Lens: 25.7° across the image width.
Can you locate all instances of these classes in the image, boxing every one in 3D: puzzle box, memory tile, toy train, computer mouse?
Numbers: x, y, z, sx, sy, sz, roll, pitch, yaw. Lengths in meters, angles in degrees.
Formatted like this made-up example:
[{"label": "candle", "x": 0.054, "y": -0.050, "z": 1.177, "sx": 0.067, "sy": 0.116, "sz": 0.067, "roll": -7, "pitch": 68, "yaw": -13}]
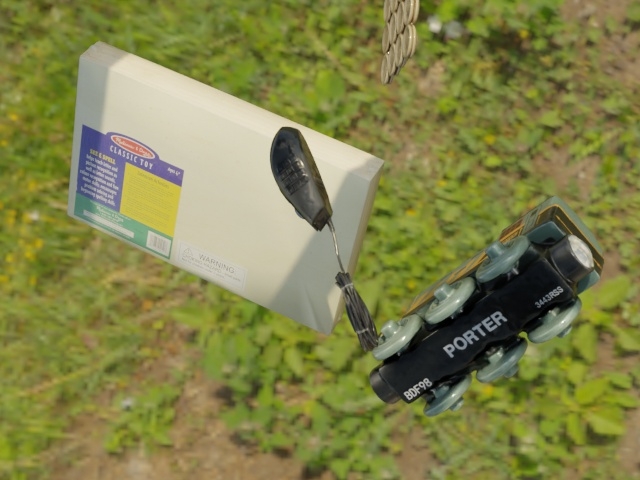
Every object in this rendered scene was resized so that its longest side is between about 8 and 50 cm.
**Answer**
[{"label": "puzzle box", "x": -0.135, "y": -0.067, "z": 1.807, "sx": 0.408, "sy": 0.052, "sz": 0.272, "roll": 24, "pitch": 132, "yaw": 11}, {"label": "memory tile", "x": 0.090, "y": -0.243, "z": 1.572, "sx": 0.148, "sy": 0.012, "sz": 0.113, "roll": 138, "pitch": 135, "yaw": -77}, {"label": "toy train", "x": 0.202, "y": 0.082, "z": 1.715, "sx": 0.334, "sy": 0.190, "sz": 0.142, "roll": -39, "pitch": 97, "yaw": 30}, {"label": "computer mouse", "x": 0.000, "y": 0.000, "z": 1.405, "sx": 0.041, "sy": 0.071, "sz": 0.242, "roll": -22, "pitch": 82, "yaw": 7}]
